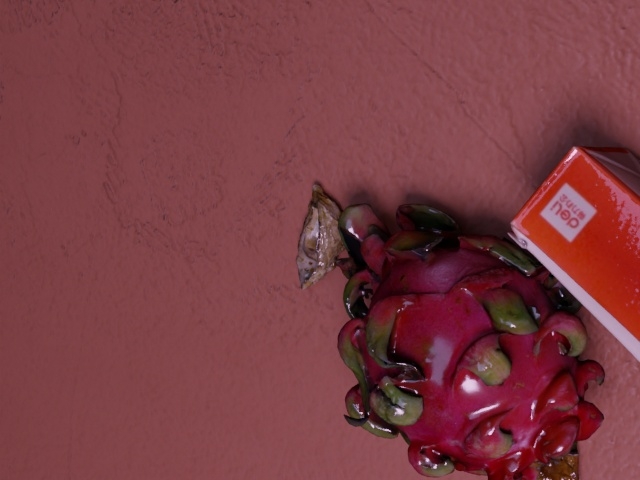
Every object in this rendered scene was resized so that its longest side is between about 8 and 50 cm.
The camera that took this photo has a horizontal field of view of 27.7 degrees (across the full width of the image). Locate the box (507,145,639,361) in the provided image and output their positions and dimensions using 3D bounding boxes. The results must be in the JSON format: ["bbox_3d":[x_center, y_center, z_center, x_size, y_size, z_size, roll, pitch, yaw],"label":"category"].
[{"bbox_3d":[0.257,0.015,1.029,0.182,0.133,0.099,45,115,18],"label":"box"}]

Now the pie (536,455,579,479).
[{"bbox_3d":[0.165,0.167,1.147,0.191,0.033,0.088,34,93,25],"label":"pie"}]

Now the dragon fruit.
[{"bbox_3d":[0.117,0.081,1.091,0.218,0.272,0.198,-40,118,20],"label":"dragon fruit"}]

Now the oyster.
[{"bbox_3d":[0.000,0.000,1.239,0.083,0.038,0.080,117,145,-47],"label":"oyster"}]
